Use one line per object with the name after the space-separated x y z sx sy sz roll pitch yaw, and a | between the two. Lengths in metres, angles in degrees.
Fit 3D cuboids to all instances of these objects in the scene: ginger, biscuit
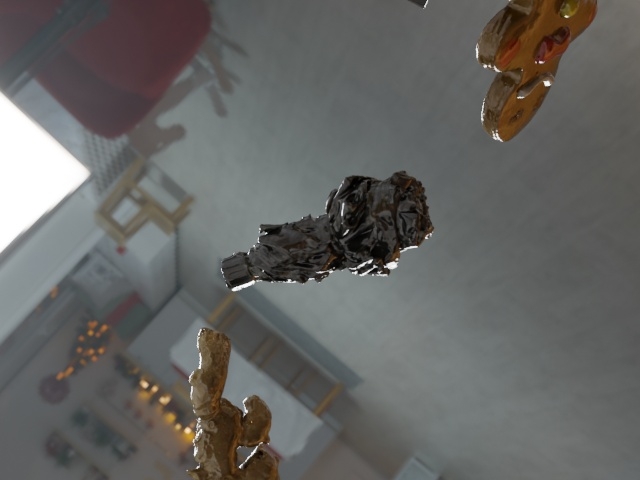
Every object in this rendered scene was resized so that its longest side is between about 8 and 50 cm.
-0.116 0.240 1.354 0.065 0.258 0.149 -11 172 41 | ginger
0.330 -0.322 1.476 0.064 0.283 0.432 34 131 29 | biscuit

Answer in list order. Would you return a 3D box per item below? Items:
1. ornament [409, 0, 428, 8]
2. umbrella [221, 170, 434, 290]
0.163 -0.544 1.781 0.153 0.196 0.166 26 167 0 | ornament
-0.002 -0.012 1.560 0.128 0.337 0.154 -35 -64 -73 | umbrella
